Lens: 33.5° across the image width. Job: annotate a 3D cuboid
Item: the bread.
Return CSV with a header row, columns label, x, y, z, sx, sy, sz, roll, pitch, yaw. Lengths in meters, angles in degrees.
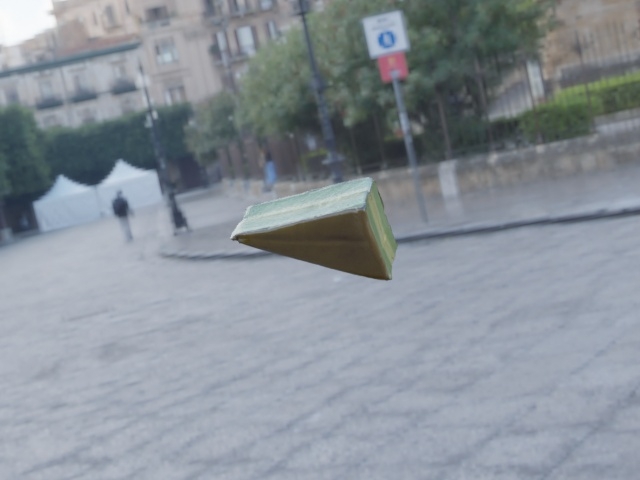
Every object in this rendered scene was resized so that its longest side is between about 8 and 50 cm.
label,x,y,z,sx,sy,sz,roll,pitch,yaw
bread,-0.005,0.001,1.033,0.139,0.084,0.074,-13,28,16
